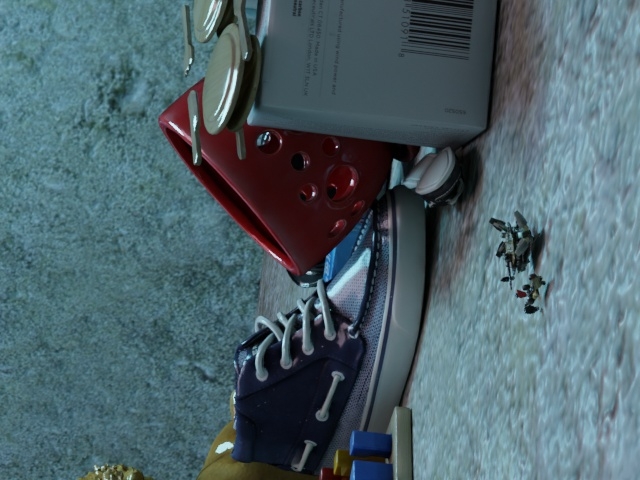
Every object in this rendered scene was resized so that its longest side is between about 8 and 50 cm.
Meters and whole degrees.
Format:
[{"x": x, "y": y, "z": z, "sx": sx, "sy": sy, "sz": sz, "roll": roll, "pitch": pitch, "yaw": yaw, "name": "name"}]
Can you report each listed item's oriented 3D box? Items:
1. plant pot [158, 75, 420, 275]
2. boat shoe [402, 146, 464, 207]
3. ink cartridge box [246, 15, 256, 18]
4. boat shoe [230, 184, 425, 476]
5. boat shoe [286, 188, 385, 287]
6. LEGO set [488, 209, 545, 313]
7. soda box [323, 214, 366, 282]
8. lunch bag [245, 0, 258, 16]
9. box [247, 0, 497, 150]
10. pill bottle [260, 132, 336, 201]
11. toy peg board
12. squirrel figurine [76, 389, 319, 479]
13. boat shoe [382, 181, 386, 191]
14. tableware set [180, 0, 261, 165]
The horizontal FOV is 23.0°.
[{"x": -0.021, "y": -0.092, "z": 1.390, "sx": 0.174, "sy": 0.191, "sz": 0.191, "roll": -44, "pitch": -1, "yaw": -9, "name": "plant pot"}, {"x": 0.098, "y": -0.046, "z": 1.276, "sx": 0.046, "sy": 0.038, "sz": 0.125, "roll": -52, "pitch": 7, "yaw": -6, "name": "boat shoe"}, {"x": -0.008, "y": -0.297, "z": 1.718, "sx": 0.154, "sy": 0.212, "sz": 0.093, "roll": 132, "pitch": 144, "yaw": -80, "name": "ink cartridge box"}, {"x": 0.001, "y": 0.093, "z": 1.482, "sx": 0.127, "sy": 0.158, "sz": 0.340, "roll": -93, "pitch": 10, "yaw": -57, "name": "boat shoe"}, {"x": 0.000, "y": 0.000, "z": 1.716, "sx": 0.084, "sy": 0.079, "sz": 0.233, "roll": 52, "pitch": 153, "yaw": 4, "name": "boat shoe"}, {"x": 0.131, "y": 0.011, "z": 1.001, "sx": 0.054, "sy": 0.023, "sz": 0.083, "roll": 100, "pitch": 160, "yaw": -54, "name": "LEGO set"}, {"x": 0.034, "y": 0.078, "z": 1.604, "sx": 0.067, "sy": 0.071, "sz": 0.210, "roll": -98, "pitch": 15, "yaw": -68, "name": "soda box"}, {"x": 0.011, "y": -0.341, "z": 1.561, "sx": 0.108, "sy": 0.224, "sz": 0.279, "roll": -41, "pitch": -40, "yaw": -81, "name": "lunch bag"}, {"x": 0.041, "y": -0.175, "z": 1.250, "sx": 0.119, "sy": 0.182, "sz": 0.181, "roll": 142, "pitch": 134, "yaw": -81, "name": "box"}, {"x": 0.021, "y": -0.145, "z": 1.632, "sx": 0.219, "sy": 0.123, "sz": 0.123, "roll": -71, "pitch": -6, "yaw": -48, "name": "pill bottle"}, {"x": 0.030, "y": 0.257, "z": 1.421, "sx": 0.160, "sy": 0.079, "sz": 0.161, "roll": 103, "pitch": 171, "yaw": -50, "name": "toy peg board"}, {"x": -0.150, "y": 0.329, "z": 1.667, "sx": 0.281, "sy": 0.397, "sz": 0.370, "roll": 88, "pitch": -165, "yaw": -47, "name": "squirrel figurine"}, {"x": 0.020, "y": -0.122, "z": 1.845, "sx": 0.302, "sy": 0.094, "sz": 0.109, "roll": -103, "pitch": 20, "yaw": -73, "name": "boat shoe"}, {"x": -0.068, "y": -0.159, "z": 1.231, "sx": 0.128, "sy": 0.039, "sz": 0.194, "roll": 120, "pitch": 152, "yaw": -42, "name": "tableware set"}]
